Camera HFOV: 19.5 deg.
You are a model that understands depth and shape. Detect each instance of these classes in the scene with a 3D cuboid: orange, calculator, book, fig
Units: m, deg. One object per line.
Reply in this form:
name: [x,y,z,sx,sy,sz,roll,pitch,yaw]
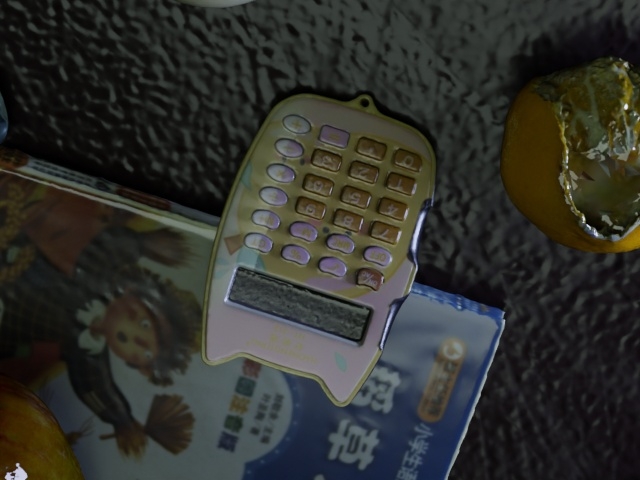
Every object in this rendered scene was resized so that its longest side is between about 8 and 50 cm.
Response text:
orange: [0.210,-0.060,1.371,0.157,0.134,0.156,1,124,1]
calculator: [0.000,0.000,1.444,0.157,0.033,0.236,19,93,0]
book: [-0.096,0.122,1.532,0.428,0.039,0.300,18,113,0]
fig: [-0.251,0.237,1.500,0.191,0.190,0.290,-22,126,15]

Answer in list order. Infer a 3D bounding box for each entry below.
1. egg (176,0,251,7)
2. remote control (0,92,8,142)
egg: [-0.066,-0.280,1.280,0.186,0.186,0.241,10,109,3]
remote control: [-0.355,-0.087,1.474,0.222,0.042,0.072,-10,110,11]
